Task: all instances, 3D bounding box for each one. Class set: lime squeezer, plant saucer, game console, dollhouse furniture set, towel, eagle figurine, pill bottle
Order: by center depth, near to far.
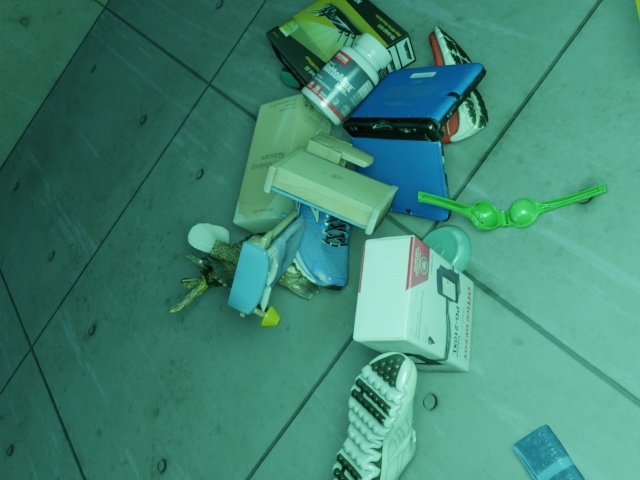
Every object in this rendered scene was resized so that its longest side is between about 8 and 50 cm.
[{"bbox_3d":[0.346,0.342,1.018,0.067,0.029,0.119,-41,48,17],"label":"towel"},{"bbox_3d":[0.329,-0.064,1.192,0.311,0.109,0.058,-1,47,8],"label":"lime squeezer"},{"bbox_3d":[0.000,0.000,1.268,0.198,0.286,0.303,24,118,10],"label":"dollhouse furniture set"},{"bbox_3d":[0.227,0.022,1.286,0.119,0.021,0.119,-20,57,34],"label":"plant saucer"},{"bbox_3d":[0.192,-0.199,1.337,0.250,0.173,0.293,-50,30,-13],"label":"game console"},{"bbox_3d":[0.057,-0.338,1.410,0.180,0.108,0.108,-47,46,3],"label":"pill bottle"},{"bbox_3d":[-0.162,0.075,1.486,0.298,0.225,0.226,-12,56,47],"label":"eagle figurine"}]

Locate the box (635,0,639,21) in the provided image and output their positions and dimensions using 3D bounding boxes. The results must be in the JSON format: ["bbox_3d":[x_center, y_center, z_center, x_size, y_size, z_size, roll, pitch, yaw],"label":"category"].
[{"bbox_3d":[0.639,-0.410,1.032,0.279,0.177,0.289,-16,59,34],"label":"box"}]

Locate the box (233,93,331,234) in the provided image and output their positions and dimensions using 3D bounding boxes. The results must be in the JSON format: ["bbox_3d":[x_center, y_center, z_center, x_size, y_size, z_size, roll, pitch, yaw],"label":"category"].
[{"bbox_3d":[-0.085,-0.167,1.581,0.148,0.121,0.311,-7,65,40],"label":"box"}]

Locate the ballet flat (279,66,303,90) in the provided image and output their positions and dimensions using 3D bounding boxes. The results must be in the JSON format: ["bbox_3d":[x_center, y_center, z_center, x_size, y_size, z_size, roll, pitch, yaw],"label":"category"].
[{"bbox_3d":[-0.030,-0.399,1.690,0.074,0.074,0.203,-55,40,6],"label":"ballet flat"}]

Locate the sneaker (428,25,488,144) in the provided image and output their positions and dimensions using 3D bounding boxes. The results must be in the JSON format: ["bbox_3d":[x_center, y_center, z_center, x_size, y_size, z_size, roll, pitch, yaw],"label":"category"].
[{"bbox_3d":[0.247,-0.319,1.383,0.118,0.107,0.278,-29,52,34],"label":"sneaker"}]

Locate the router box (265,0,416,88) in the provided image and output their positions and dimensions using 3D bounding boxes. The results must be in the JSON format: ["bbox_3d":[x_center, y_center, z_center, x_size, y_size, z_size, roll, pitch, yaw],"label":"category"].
[{"bbox_3d":[0.040,-0.456,1.591,0.243,0.081,0.308,-32,48,-2],"label":"router box"}]

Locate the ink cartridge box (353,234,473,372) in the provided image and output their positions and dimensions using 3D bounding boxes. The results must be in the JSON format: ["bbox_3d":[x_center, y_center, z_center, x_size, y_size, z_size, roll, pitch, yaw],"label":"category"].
[{"bbox_3d":[0.165,0.114,1.143,0.100,0.237,0.171,-7,65,35],"label":"ink cartridge box"}]

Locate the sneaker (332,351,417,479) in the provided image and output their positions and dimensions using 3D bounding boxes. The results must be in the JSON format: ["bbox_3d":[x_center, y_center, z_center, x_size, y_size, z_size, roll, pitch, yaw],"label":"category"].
[{"bbox_3d":[0.109,0.308,1.123,0.110,0.118,0.292,45,127,50],"label":"sneaker"}]

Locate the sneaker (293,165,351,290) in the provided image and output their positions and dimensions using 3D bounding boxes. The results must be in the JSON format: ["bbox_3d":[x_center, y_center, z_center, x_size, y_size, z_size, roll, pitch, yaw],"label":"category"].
[{"bbox_3d":[0.014,-0.057,1.407,0.147,0.130,0.329,-32,56,46],"label":"sneaker"}]
